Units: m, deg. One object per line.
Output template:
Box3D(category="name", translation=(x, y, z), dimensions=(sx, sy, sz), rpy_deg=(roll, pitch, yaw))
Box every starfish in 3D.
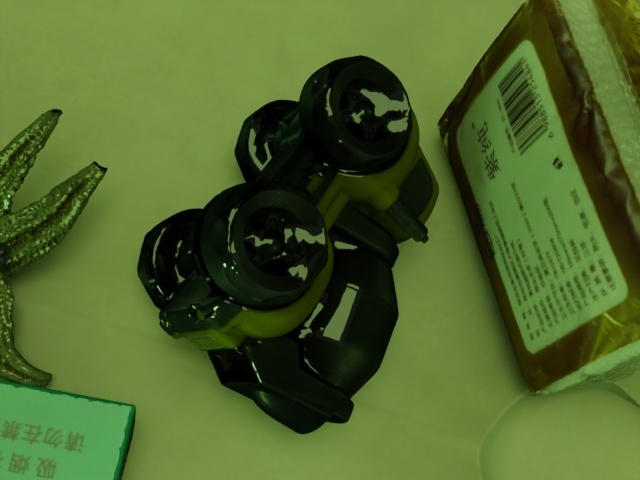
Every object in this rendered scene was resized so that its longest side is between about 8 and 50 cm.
Box3D(category="starfish", translation=(-0.240, 0.002, 0.585), dimensions=(0.223, 0.050, 0.217), rpy_deg=(-44, 99, -18))

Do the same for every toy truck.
Box3D(category="toy truck", translation=(0.000, 0.000, 0.593), dimensions=(0.165, 0.147, 0.224), rpy_deg=(43, 63, -17))

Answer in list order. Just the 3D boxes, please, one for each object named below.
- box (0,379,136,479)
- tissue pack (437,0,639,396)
Box3D(category="box", translation=(-0.208, 0.192, 0.511), dimensions=(0.161, 0.042, 0.226), rpy_deg=(13, 70, -7))
Box3D(category="tissue pack", translation=(0.167, -0.024, 0.592), dimensions=(0.092, 0.183, 0.226), rpy_deg=(-12, 71, -18))
